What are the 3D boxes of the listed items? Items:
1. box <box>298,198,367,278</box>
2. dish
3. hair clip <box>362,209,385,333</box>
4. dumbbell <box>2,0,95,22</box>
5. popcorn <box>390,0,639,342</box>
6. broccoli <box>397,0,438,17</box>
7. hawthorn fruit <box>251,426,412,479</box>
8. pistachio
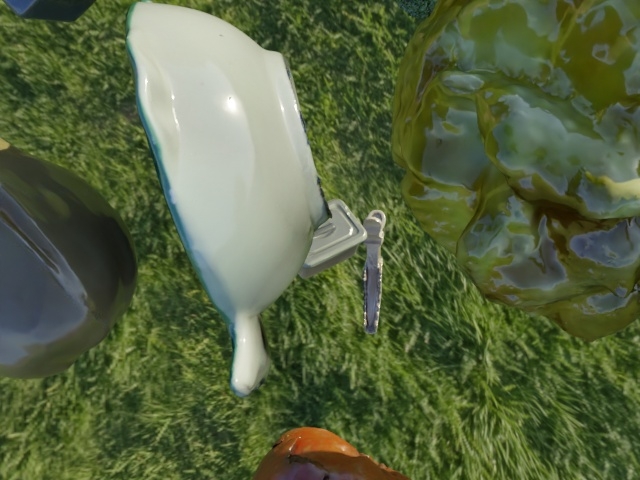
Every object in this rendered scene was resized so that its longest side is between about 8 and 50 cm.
[{"bbox_3d":[0.000,0.000,1.103,0.122,0.062,0.089,-25,64,-22],"label":"box"},{"bbox_3d":[-0.040,-0.038,0.428,0.078,0.224,0.246,-15,83,0],"label":"dish"},{"bbox_3d":[0.092,0.054,1.244,0.034,0.072,0.226,4,114,12],"label":"hair clip"},{"bbox_3d":[-0.236,-0.375,0.760,0.324,0.144,0.160,-27,116,30],"label":"dumbbell"},{"bbox_3d":[0.193,-0.077,0.483,0.282,0.282,0.247,-14,61,10],"label":"popcorn"},{"bbox_3d":[0.198,-0.395,1.059,0.195,0.156,0.195,-4,106,-15],"label":"broccoli"},{"bbox_3d":[-0.004,0.422,0.977,0.276,0.276,0.307,35,91,16],"label":"hawthorn fruit"},{"bbox_3d":[-0.205,-0.004,0.446,0.226,0.136,0.136,35,89,25],"label":"pistachio"}]
